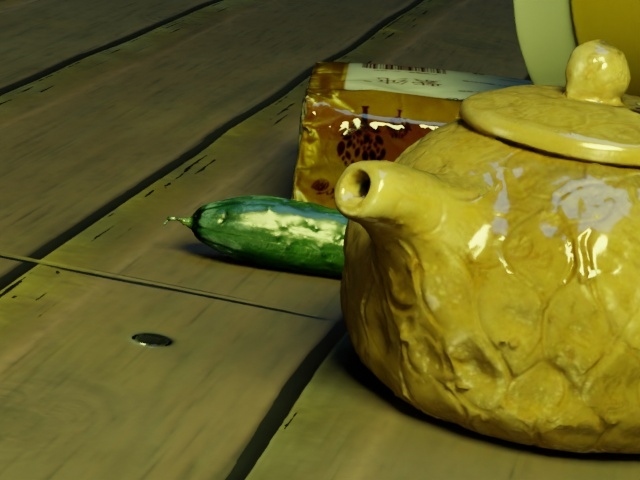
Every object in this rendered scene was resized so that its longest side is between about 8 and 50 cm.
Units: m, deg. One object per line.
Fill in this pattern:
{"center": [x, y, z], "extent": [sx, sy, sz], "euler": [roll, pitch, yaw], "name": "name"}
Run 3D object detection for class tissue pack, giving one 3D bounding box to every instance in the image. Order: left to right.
{"center": [0.099, -0.051, 1.169], "extent": [0.226, 0.092, 0.183], "euler": [9, 15, 0], "name": "tissue pack"}

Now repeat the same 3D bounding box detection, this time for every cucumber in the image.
{"center": [0.000, 0.000, 1.033], "extent": [0.168, 0.039, 0.039], "euler": [11, 15, 1], "name": "cucumber"}

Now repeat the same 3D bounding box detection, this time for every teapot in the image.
{"center": [0.124, -0.009, 0.881], "extent": [0.311, 0.167, 0.203], "euler": [-5, 19, -42], "name": "teapot"}

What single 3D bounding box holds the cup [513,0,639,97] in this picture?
{"center": [0.243, -0.147, 1.006], "extent": [0.226, 0.185, 0.241], "euler": [-5, 35, 44], "name": "cup"}
